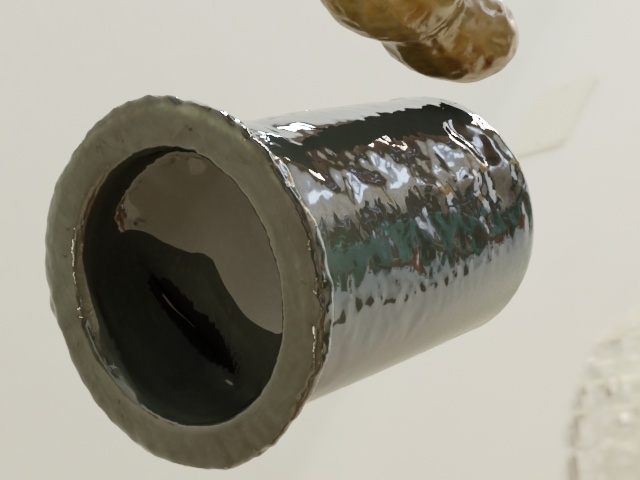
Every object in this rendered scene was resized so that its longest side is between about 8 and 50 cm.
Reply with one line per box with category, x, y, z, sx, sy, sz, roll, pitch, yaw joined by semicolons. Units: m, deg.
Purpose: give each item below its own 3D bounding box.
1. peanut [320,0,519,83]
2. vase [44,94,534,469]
peanut;0.071;-0.164;1.349;0.193;0.089;0.089;24;-115;-50
vase;0.000;0.000;1.315;0.291;0.245;0.245;-17;-88;-47
